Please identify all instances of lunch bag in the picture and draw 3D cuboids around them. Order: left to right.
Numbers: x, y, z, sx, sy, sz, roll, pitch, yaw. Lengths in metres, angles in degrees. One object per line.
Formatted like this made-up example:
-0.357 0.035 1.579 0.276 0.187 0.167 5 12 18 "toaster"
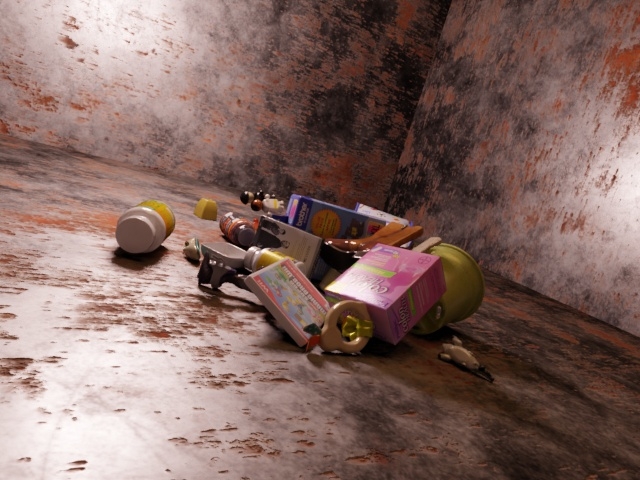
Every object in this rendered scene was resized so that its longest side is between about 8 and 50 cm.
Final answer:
0.283 -0.008 2.400 0.328 0.238 0.385 19 26 5 "lunch bag"

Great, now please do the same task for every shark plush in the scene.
0.394 0.315 1.291 0.161 0.073 0.067 18 -21 35 "shark plush"

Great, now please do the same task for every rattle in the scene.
0.016 0.214 1.160 0.200 0.130 0.143 -21 18 -29 "rattle"

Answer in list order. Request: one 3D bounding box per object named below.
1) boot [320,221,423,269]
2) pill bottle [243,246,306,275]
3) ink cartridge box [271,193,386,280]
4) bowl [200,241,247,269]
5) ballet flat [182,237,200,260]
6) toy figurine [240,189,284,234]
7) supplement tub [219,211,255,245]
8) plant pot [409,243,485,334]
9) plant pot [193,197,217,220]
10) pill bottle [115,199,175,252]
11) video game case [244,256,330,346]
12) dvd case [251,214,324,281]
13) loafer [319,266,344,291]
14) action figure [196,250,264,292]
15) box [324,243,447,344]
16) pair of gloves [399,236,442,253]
0.156 -0.007 1.600 0.264 0.096 0.280 9 34 46 "boot"
-0.144 0.084 1.492 0.184 0.103 0.103 22 11 25 "pill bottle"
0.000 0.000 1.714 0.396 0.269 0.151 14 4 -15 "ink cartridge box"
-0.300 0.053 1.548 0.142 0.053 0.142 22 11 29 "bowl"
-0.408 0.032 1.528 0.053 0.057 0.168 -14 14 -12 "ballet flat"
-0.253 -0.097 2.011 0.148 0.212 0.209 3 18 -23 "toy figurine"
-0.319 -0.042 1.886 0.106 0.105 0.198 11 11 -31 "supplement tub"
0.343 0.169 1.513 0.276 0.275 0.254 22 23 26 "plant pot"
-0.512 -0.144 2.183 0.082 0.083 0.081 9 13 -44 "plant pot"
-0.519 -0.039 1.433 0.137 0.136 0.245 16 10 -9 "pill bottle"
-0.068 0.144 1.233 0.204 0.025 0.285 49 16 4 "video game case"
-0.118 0.038 1.571 0.239 0.179 0.030 22 8 24 "dvd case"
0.132 0.153 1.614 0.269 0.092 0.102 13 12 -17 "loafer"
-0.181 0.116 1.284 0.285 0.099 0.185 20 -1 -11 "action figure"
0.176 0.132 1.295 0.214 0.117 0.243 14 42 45 "box"
0.259 0.058 1.552 0.204 0.042 0.240 -31 8 -22 "pair of gloves"
